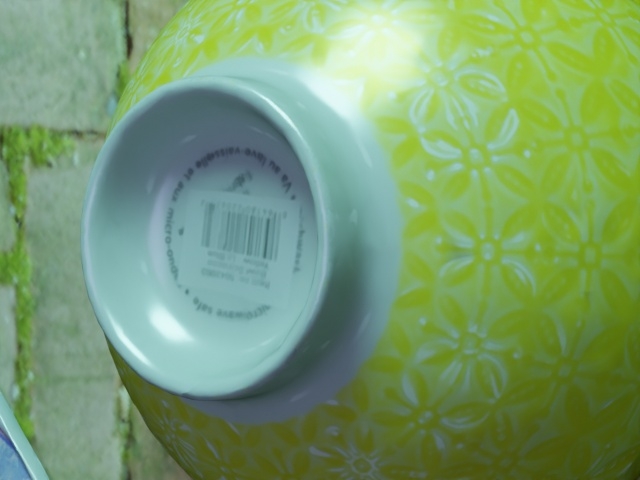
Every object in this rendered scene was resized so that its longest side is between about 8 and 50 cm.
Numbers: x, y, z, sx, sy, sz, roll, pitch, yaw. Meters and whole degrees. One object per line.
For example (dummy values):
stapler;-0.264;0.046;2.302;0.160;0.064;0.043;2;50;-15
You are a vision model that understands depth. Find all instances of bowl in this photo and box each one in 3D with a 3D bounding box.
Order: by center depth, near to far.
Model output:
bowl;0.000;0.000;0.486;0.290;0.156;0.289;0;91;34

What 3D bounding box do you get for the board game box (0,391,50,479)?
board game box;-0.264;0.292;0.730;0.390;0.050;0.390;-46;66;26
